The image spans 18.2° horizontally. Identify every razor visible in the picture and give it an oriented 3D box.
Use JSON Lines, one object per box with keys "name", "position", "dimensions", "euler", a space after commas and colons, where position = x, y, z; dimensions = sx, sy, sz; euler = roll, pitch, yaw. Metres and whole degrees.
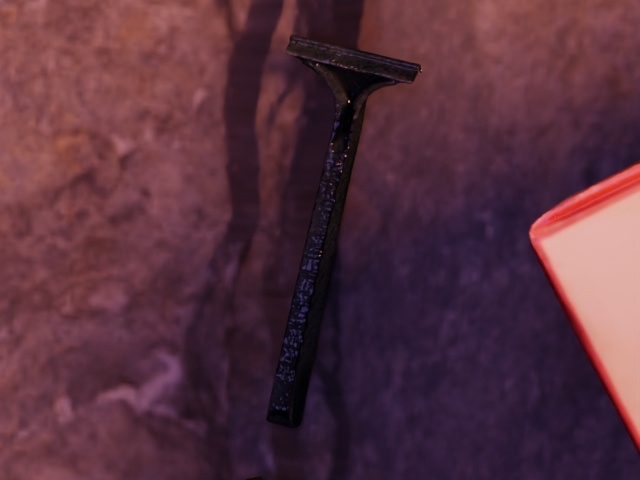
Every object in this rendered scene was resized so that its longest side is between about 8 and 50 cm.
{"name": "razor", "position": [0.001, -0.001, 0.972], "dimensions": [0.066, 0.033, 0.190], "euler": [13, 100, 12]}

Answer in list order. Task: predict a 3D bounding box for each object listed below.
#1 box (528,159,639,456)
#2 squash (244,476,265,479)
{"name": "box", "position": [0.289, 0.060, 0.763], "dimensions": [0.300, 0.312, 0.314], "euler": [-28, 87, 11]}
{"name": "squash", "position": [-0.023, 0.214, 0.956], "dimensions": [0.095, 0.095, 0.188], "euler": [-28, 89, 12]}
